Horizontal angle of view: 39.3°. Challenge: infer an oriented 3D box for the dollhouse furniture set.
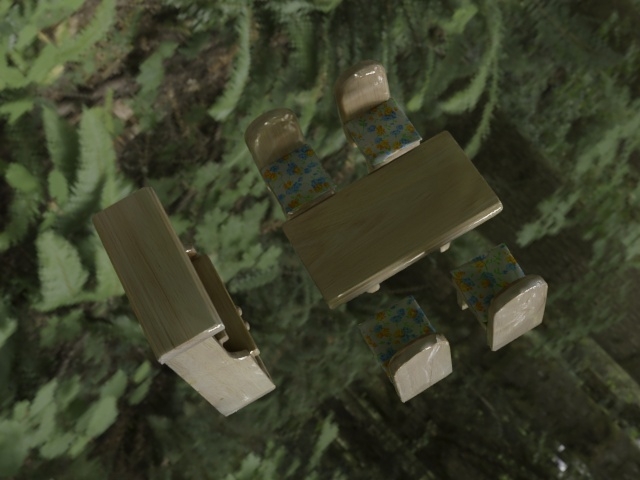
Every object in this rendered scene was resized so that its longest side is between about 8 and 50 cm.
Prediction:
[{"bbox_3d":[0.000,0.000,0.607,0.242,0.212,0.161,-30,154,-4],"label":"dollhouse furniture set"}]
